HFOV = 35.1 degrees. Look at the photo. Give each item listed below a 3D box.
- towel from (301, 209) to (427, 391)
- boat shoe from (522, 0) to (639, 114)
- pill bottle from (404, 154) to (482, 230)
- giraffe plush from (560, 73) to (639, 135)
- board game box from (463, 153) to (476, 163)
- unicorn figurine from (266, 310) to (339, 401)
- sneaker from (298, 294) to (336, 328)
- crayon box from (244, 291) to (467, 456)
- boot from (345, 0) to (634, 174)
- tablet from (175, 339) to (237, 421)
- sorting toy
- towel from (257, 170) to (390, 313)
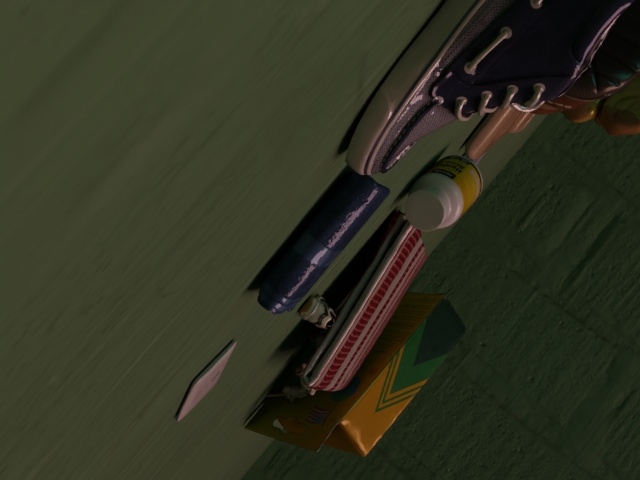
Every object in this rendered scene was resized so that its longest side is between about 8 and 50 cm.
[{"bbox_3d":[0.060,0.090,1.316,0.237,0.037,0.329,-59,169,-4],"label":"towel"},{"bbox_3d":[0.291,-0.240,0.983,0.324,0.122,0.120,-44,-179,-24],"label":"boat shoe"},{"bbox_3d":[0.137,-0.051,1.146,0.065,0.065,0.116,-55,172,32],"label":"pill bottle"},{"bbox_3d":[0.369,-0.203,1.224,0.210,0.181,0.170,-34,160,2],"label":"giraffe plush"},{"bbox_3d":[0.213,-0.109,1.493,0.090,0.020,0.090,-45,171,-32],"label":"board game box"},{"bbox_3d":[-0.010,0.179,1.440,0.162,0.060,0.111,-47,168,-4],"label":"unicorn figurine"},{"bbox_3d":[-0.001,0.082,1.096,0.032,0.037,0.083,-52,174,4],"label":"sneaker"},{"bbox_3d":[0.053,0.211,1.554,0.318,0.081,0.202,-46,-155,-25],"label":"crayon box"},{"bbox_3d":[0.097,-0.096,0.598,0.190,0.086,0.069,-53,172,24],"label":"boot"},{"bbox_3d":[-0.094,0.116,0.832,0.054,0.006,0.083,-45,172,-35],"label":"tablet"},{"bbox_3d":[0.280,-0.207,1.370,0.193,0.038,0.208,-54,167,29],"label":"sorting toy"},{"bbox_3d":[0.000,0.000,0.722,0.119,0.029,0.067,-50,173,5],"label":"towel"}]
